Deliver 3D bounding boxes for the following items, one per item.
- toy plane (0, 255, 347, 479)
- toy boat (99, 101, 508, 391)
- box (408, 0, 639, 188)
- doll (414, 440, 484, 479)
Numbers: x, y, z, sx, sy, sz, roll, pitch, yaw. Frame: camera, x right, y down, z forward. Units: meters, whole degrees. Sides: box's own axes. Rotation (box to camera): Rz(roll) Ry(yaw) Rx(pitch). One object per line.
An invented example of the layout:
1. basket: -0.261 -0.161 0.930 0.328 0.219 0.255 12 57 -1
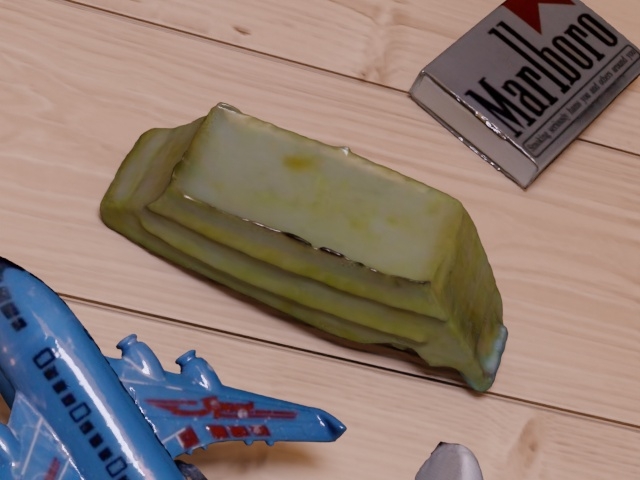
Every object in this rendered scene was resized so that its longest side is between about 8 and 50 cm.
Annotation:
1. toy plane: -0.113 0.119 0.895 0.254 0.105 0.271 -28 68 -38
2. toy boat: 0.003 -0.003 1.058 0.276 0.084 0.111 26 46 -2
3. box: 0.159 -0.123 1.251 0.115 0.036 0.177 40 49 10
4. doll: 0.138 0.217 0.890 0.257 0.215 0.161 32 17 -10
